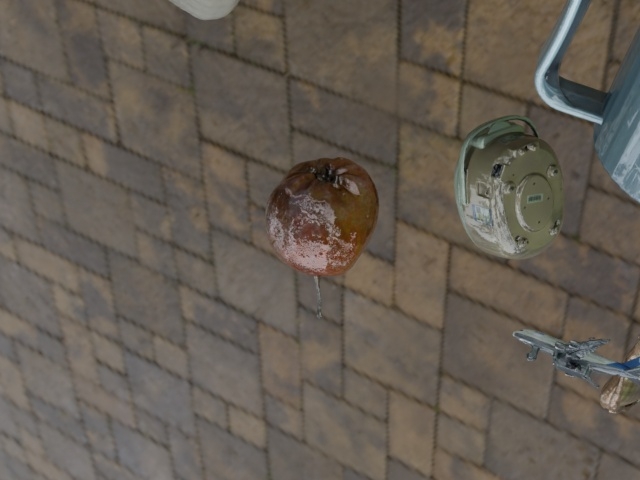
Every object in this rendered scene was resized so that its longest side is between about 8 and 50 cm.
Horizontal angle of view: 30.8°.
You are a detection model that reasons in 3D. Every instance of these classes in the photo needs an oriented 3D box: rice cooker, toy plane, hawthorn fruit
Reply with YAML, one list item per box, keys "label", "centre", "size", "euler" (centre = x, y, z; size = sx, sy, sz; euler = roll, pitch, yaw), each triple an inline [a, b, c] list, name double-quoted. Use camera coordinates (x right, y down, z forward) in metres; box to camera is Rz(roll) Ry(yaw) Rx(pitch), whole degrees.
- label: "rice cooker"
  centre: [0.271, -0.071, 1.652]
  size: [0.127, 0.145, 0.206]
  euler: [33, 138, 55]
- label: "toy plane"
  centre: [0.154, 0.070, 0.687]
  size: [0.084, 0.024, 0.078]
  euler: [10, 155, 13]
- label: "hawthorn fruit"
  centre: [0.000, 0.000, 0.686]
  size: [0.067, 0.067, 0.103]
  euler: [26, 135, 23]

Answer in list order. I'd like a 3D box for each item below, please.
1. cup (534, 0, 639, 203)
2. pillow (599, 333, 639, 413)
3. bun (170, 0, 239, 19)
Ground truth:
- label: "cup"
  centre: [0.445, -0.193, 1.311]
  size: [0.311, 0.331, 0.256]
  euler: [107, 155, -46]
- label: "pillow"
  centre: [0.286, 0.044, 0.872]
  size: [0.034, 0.135, 0.211]
  euler: [40, 119, 22]
- label: "bun"
  centre: [-0.080, -0.219, 0.676]
  size: [0.263, 0.263, 0.175]
  euler: [-16, 85, 49]
